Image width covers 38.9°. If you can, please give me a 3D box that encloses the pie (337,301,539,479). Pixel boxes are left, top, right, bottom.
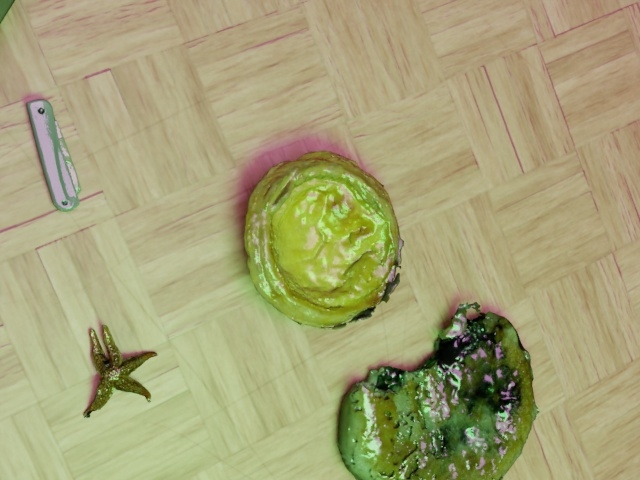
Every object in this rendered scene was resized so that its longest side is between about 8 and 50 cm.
[{"bbox_3d":[0.201,0.285,1.467,0.371,0.078,0.296,-31,101,-20],"label":"pie"}]

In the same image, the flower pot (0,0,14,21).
[{"bbox_3d":[-0.508,-0.283,1.110,0.290,0.290,0.259,36,65,-17],"label":"flower pot"}]

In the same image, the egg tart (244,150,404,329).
[{"bbox_3d":[0.000,0.000,1.387,0.279,0.095,0.279,0,91,-27],"label":"egg tart"}]

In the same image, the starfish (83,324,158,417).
[{"bbox_3d":[-0.294,0.200,1.289,0.133,0.041,0.130,35,78,-17],"label":"starfish"}]

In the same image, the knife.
[{"bbox_3d":[-0.373,-0.120,1.275,0.044,0.023,0.162,-16,95,-19],"label":"knife"}]
